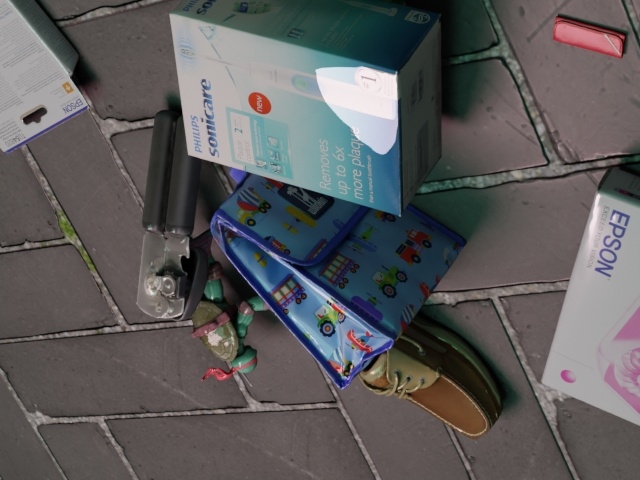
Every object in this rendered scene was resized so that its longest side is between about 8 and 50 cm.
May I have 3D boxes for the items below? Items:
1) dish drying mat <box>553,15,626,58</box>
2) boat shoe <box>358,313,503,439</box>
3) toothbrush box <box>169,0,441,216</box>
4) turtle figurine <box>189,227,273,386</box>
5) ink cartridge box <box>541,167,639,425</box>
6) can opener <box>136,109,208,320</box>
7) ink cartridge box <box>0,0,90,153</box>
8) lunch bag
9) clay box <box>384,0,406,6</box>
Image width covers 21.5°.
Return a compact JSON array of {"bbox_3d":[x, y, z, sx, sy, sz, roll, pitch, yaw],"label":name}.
[{"bbox_3d":[0.302,-0.228,1.899,0.083,0.008,0.032,18,133,21],"label":"dish drying mat"},{"bbox_3d":[0.096,0.157,2.269,0.324,0.120,0.122,41,137,-1],"label":"boat shoe"},{"bbox_3d":[-0.014,-0.181,1.990,0.295,0.126,0.216,18,136,21],"label":"toothbrush box"},{"bbox_3d":[-0.132,0.103,2.388,0.175,0.118,0.234,-27,97,33],"label":"turtle figurine"},{"bbox_3d":[0.453,0.107,2.015,0.330,0.071,0.324,23,132,17],"label":"ink cartridge box"},{"bbox_3d":[-0.193,-0.032,2.289,0.076,0.095,0.283,9,94,28],"label":"can opener"},{"bbox_3d":[-0.439,-0.248,2.354,0.223,0.045,0.224,-21,112,43],"label":"ink cartridge box"},{"bbox_3d":[0.000,0.000,2.133,0.293,0.221,0.138,41,136,-2],"label":"lunch bag"},{"bbox_3d":[-0.002,-0.259,2.046,0.222,0.053,0.127,14,133,26],"label":"clay box"}]
